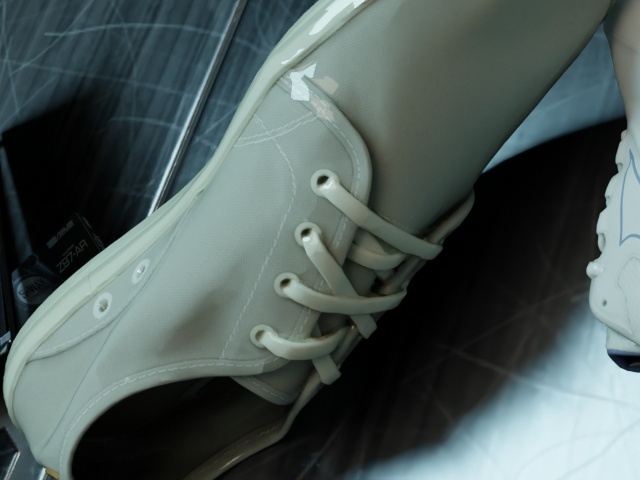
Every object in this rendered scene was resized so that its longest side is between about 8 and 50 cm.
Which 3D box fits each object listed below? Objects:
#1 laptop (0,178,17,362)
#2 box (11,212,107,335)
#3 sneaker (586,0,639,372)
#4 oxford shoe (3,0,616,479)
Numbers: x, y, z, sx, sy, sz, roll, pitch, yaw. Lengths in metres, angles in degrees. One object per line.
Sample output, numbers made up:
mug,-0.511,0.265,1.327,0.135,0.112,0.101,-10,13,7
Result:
laptop,-0.284,-0.018,1.011,0.264,0.136,0.234,-32,42,15
box,-0.177,0.031,1.007,0.083,0.018,0.067,-43,50,7
sneaker,0.183,-0.008,0.737,0.129,0.111,0.297,-30,51,24
oxford shoe,0.000,0.000,0.805,0.449,0.169,0.130,-44,47,19
